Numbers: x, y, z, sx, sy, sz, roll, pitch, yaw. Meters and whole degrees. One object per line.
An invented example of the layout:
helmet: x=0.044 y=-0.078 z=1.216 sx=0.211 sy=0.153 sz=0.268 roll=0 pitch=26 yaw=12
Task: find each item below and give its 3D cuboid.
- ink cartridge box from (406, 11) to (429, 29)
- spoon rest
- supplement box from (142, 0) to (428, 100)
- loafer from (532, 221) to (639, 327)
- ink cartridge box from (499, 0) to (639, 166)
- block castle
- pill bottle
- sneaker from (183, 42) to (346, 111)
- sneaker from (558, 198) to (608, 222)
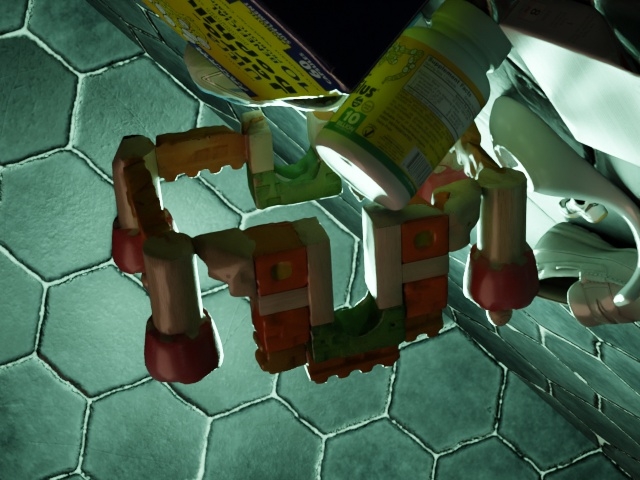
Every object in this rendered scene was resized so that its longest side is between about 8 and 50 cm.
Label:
ink cartridge box: x=0.049 y=-0.237 z=1.685 sx=0.122 sy=0.088 sz=0.052 roll=36 pitch=172 yaw=29
spoon rest: x=0.290 y=-0.057 z=1.708 sx=0.276 sy=0.084 sz=0.137 roll=53 pitch=171 yaw=2
supplement box: x=-0.032 y=-0.272 z=1.474 sx=0.194 sy=0.195 sz=0.356 roll=41 pitch=173 yaw=-15
loafer: x=0.363 y=0.065 z=1.853 sx=0.112 sy=0.111 sz=0.319 roll=43 pitch=172 yaw=-25
ink cartridge box: x=0.289 y=-0.125 z=1.339 sx=0.232 sy=0.066 sz=0.189 roll=26 pitch=165 yaw=45
block castle: x=0.000 y=0.000 z=1.699 sx=0.303 sy=0.453 sz=0.213 roll=-117 pitch=19 yaw=-53
pill bottle: x=0.100 y=-0.144 z=1.534 sx=0.117 sy=0.208 sz=0.117 roll=38 pitch=173 yaw=6
sneaker: x=-0.056 y=-0.189 z=1.728 sx=0.237 sy=0.085 sz=0.086 roll=18 pitch=160 yaw=38
sneaker: x=0.311 y=-0.047 z=1.791 sx=0.037 sy=0.032 sz=0.083 roll=58 pitch=161 yaw=-22
